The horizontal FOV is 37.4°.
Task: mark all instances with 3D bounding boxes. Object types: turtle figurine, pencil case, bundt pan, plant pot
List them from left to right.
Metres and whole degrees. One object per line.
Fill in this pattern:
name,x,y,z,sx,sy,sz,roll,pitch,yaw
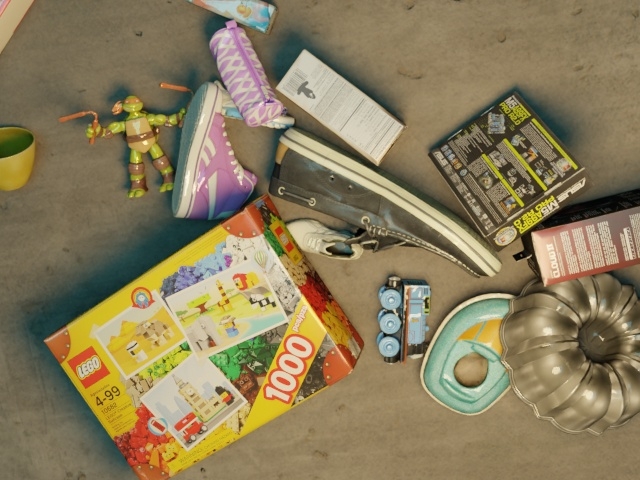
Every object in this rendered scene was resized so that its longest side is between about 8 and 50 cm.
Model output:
plant pot,-0.644,-0.160,1.940,0.134,0.134,0.095,1,126,5
turtle figurine,-0.376,-0.202,1.917,0.270,0.087,0.217,-13,107,-9
pencil case,-0.146,-0.320,1.841,0.086,0.088,0.206,-22,71,-19
bundt pan,0.514,0.198,1.794,0.331,0.124,0.330,5,69,-12

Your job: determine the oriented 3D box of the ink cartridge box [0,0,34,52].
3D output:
ink cartridge box,-0.746,-0.510,1.893,0.283,0.117,0.207,36,100,-1

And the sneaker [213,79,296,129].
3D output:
sneaker,-0.138,-0.276,1.899,0.191,0.071,0.082,16,93,3

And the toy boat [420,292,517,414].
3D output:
toy boat,0.375,0.256,1.885,0.318,0.148,0.267,28,99,1

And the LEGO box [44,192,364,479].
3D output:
LEGO box,-0.223,0.200,1.884,0.500,0.193,0.372,-33,94,15

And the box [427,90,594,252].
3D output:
box,0.352,-0.134,1.786,0.216,0.270,0.060,-36,134,8

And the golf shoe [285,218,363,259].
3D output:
golf shoe,0.000,0.000,1.915,0.176,0.086,0.069,10,101,5

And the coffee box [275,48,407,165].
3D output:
coffee box,0.044,-0.258,1.847,0.246,0.141,0.098,37,98,-2

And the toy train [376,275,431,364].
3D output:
toy train,0.171,0.164,1.928,0.105,0.080,0.184,1,98,-1

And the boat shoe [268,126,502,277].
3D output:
boat shoe,0.119,-0.047,1.852,0.500,0.187,0.156,29,99,7

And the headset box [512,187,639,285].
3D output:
headset box,0.511,-0.008,1.800,0.293,0.218,0.110,-14,97,6

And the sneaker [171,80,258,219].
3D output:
sneaker,-0.197,-0.174,1.888,0.161,0.102,0.282,5,115,-22

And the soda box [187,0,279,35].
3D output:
soda box,-0.178,-0.469,1.875,0.183,0.063,0.058,22,99,2
